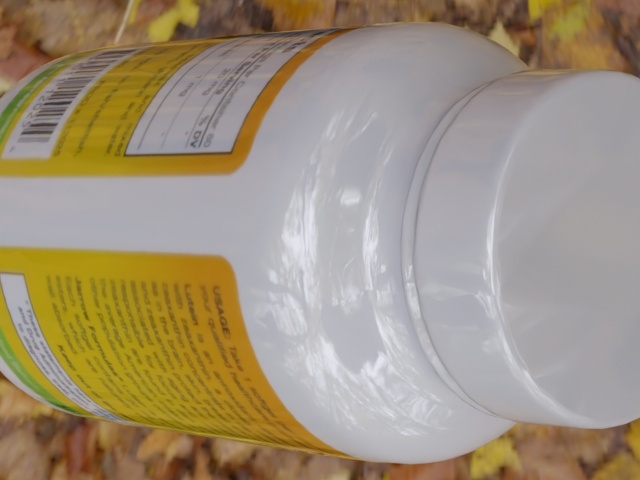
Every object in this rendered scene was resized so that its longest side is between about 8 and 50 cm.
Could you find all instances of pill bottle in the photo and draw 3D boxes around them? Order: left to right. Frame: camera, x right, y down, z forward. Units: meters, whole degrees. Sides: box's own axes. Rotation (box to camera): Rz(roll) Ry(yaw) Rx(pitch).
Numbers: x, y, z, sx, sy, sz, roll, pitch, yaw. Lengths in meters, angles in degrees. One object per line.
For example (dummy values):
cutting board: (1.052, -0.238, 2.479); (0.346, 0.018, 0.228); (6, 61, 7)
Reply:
pill bottle: (0.000, 0.000, 0.644); (0.245, 0.136, 0.136); (2, 118, 48)

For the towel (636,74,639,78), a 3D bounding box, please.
towel: (0.135, -0.035, 0.825); (0.083, 0.009, 0.060); (-39, 86, 18)
